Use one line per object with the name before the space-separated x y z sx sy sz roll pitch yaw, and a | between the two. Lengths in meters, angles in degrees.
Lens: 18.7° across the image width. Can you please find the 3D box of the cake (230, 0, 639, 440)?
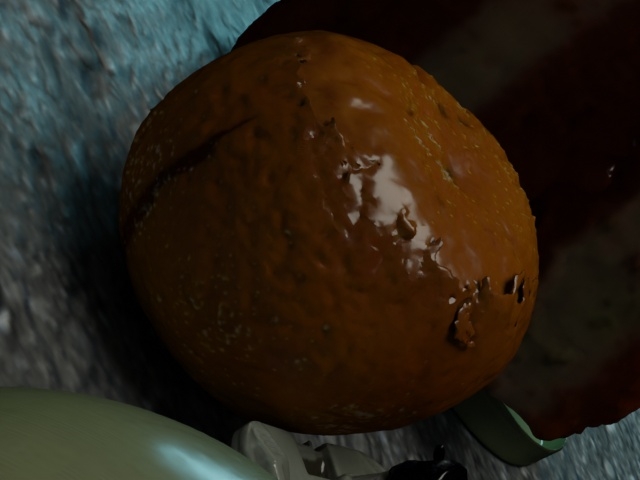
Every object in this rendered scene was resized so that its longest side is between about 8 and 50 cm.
cake | 0.157 -0.088 1.122 0.319 0.269 0.270 51 27 2

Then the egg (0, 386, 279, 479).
egg | -0.064 0.132 0.462 0.254 0.188 0.188 27 39 -63

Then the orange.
orange | 0.000 0.000 0.861 0.193 0.161 0.193 39 26 -23

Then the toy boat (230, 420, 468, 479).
toy boat | 0.050 0.190 0.779 0.269 0.141 0.141 55 14 27

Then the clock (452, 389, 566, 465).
clock | 0.096 0.035 1.262 0.235 0.029 0.235 51 22 -29
